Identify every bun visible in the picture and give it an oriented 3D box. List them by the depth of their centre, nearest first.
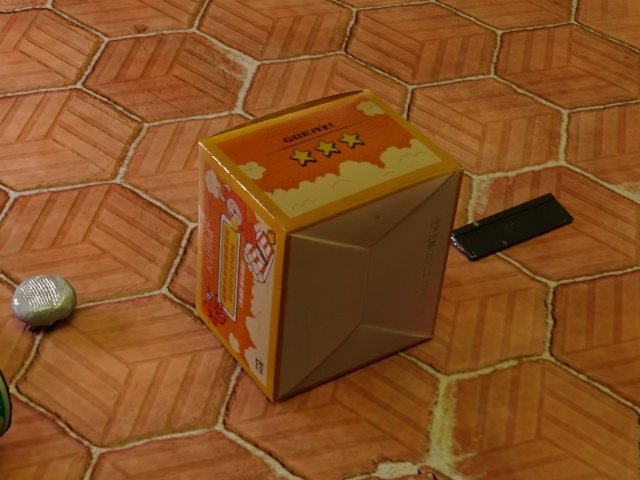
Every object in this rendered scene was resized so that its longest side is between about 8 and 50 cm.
[{"bbox_3d":[-0.352,0.079,1.780,0.083,0.045,0.083,1,41,-1],"label":"bun"}]

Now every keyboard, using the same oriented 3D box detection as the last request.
[{"bbox_3d":[0.274,-0.019,2.004,0.195,0.018,0.060,-20,53,-28],"label":"keyboard"}]

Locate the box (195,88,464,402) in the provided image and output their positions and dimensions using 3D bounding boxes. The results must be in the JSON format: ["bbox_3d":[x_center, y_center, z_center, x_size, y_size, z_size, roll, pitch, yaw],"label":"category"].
[{"bbox_3d":[0.000,0.000,1.734,0.259,0.283,0.214,-19,45,-27],"label":"box"}]

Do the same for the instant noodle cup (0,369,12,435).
[{"bbox_3d":[-0.465,0.213,1.511,0.207,0.207,0.232,26,35,23],"label":"instant noodle cup"}]
